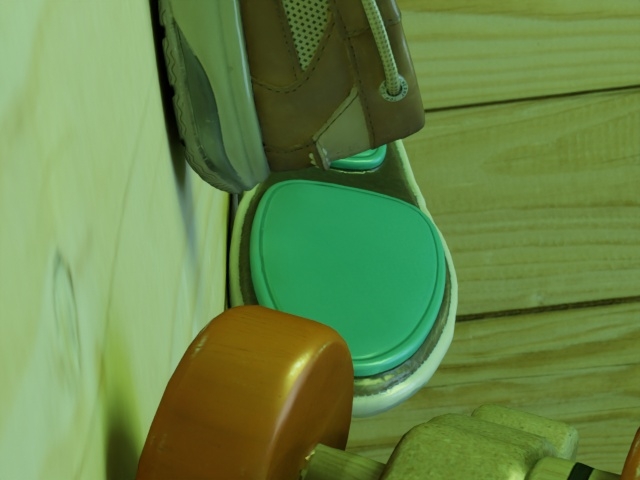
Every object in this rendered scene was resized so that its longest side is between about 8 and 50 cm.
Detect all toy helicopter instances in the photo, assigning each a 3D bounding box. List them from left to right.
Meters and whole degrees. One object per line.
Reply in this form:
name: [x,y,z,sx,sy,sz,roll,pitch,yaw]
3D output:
toy helicopter: [0.037,0.169,0.463,0.355,0.140,0.235,45,60,-72]

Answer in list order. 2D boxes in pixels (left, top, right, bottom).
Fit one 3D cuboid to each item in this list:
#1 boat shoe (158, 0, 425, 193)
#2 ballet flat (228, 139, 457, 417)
boat shoe: [-0.016,-0.181,0.585,0.123,0.116,0.324,-96,180,-68]
ballet flat: [0.000,0.000,0.939,0.400,0.139,0.139,-97,-179,-53]
